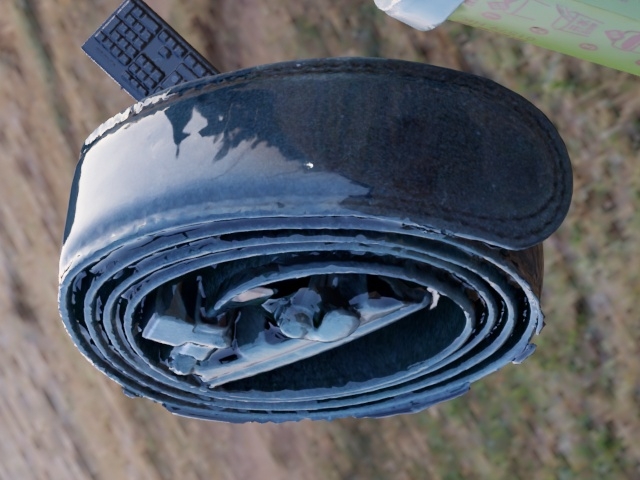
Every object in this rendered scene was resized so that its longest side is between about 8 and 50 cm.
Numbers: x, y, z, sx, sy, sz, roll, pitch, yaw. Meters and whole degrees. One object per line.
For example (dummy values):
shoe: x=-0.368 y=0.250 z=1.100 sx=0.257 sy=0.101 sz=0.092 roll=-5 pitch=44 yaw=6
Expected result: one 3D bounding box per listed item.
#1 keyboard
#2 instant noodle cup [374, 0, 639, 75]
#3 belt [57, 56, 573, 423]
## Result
keyboard: x=-0.096 y=-0.105 z=1.347 sx=0.198 sy=0.063 sz=0.010 roll=43 pitch=-179 yaw=2
instant noodle cup: x=0.226 y=-0.210 z=0.984 sx=0.308 sy=0.294 sz=0.294 roll=20 pitch=168 yaw=-14
belt: x=0.000 y=0.000 z=0.838 sx=0.206 sy=0.267 sz=0.116 roll=44 pitch=-139 yaw=-47
